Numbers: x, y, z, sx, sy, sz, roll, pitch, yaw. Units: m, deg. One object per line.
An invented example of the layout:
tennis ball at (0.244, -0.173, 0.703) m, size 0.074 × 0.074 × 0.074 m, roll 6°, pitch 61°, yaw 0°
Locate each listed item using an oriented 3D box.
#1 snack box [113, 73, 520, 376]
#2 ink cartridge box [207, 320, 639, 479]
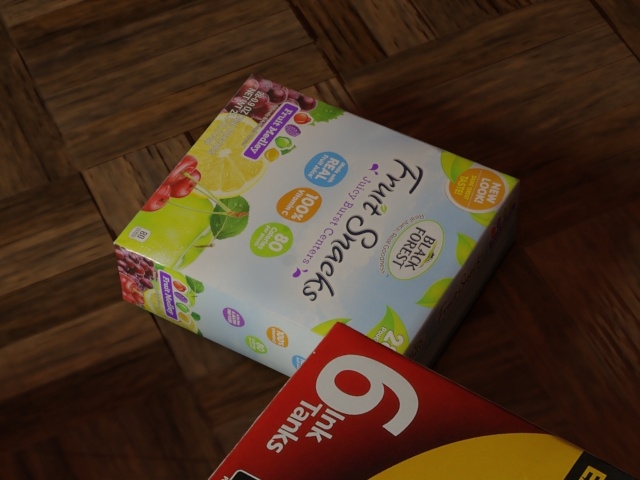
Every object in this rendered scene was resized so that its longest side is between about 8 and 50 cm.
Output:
snack box at (0.000, 0.000, 1.207) m, size 0.207 × 0.070 × 0.174 m, roll 23°, pitch 56°, yaw 18°
ink cartridge box at (0.037, 0.238, 0.976) m, size 0.272 × 0.130 × 0.309 m, roll 26°, pitch 57°, yaw 21°
